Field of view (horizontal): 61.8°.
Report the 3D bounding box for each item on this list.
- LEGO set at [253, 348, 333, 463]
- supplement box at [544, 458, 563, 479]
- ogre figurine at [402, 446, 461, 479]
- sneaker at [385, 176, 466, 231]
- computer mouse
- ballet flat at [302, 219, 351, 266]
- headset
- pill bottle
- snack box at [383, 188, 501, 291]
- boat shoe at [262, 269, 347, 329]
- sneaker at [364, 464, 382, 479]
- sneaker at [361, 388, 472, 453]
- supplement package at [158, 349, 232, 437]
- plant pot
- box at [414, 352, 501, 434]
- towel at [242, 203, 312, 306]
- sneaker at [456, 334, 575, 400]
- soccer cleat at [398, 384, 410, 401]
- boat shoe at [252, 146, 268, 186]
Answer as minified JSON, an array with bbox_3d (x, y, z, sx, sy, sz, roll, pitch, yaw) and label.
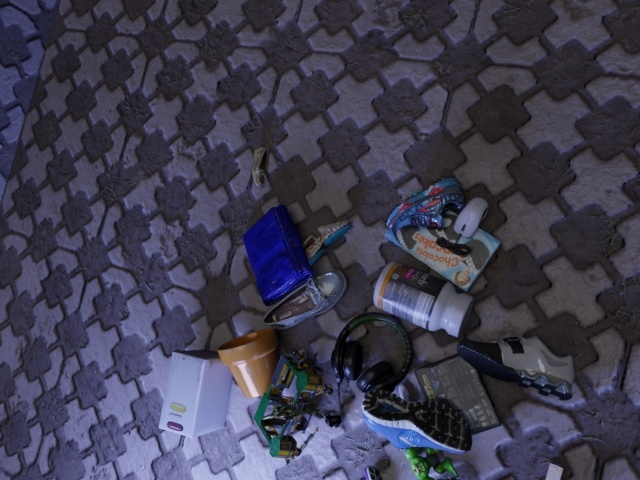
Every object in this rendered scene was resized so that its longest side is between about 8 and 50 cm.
[{"bbox_3d":[-0.054,0.527,1.709,0.255,0.192,0.332,14,86,59],"label":"LEGO set"},{"bbox_3d":[0.644,0.666,1.487,0.036,0.062,0.099,15,87,25],"label":"supplement box"},{"bbox_3d":[0.329,0.669,1.607,0.118,0.097,0.197,-27,87,-2],"label":"ogre figurine"},{"bbox_3d":[0.326,-0.087,1.651,0.261,0.104,0.125,-32,72,12],"label":"sneaker"},{"bbox_3d":[0.442,-0.050,1.631,0.106,0.042,0.193,29,90,24],"label":"computer mouse"},{"bbox_3d":[0.000,0.000,1.846,0.241,0.091,0.077,-44,73,9],"label":"ballet flat"},{"bbox_3d":[0.137,0.425,1.722,0.243,0.185,0.394,30,79,24],"label":"headset"},{"bbox_3d":[0.317,0.182,1.646,0.278,0.162,0.162,21,90,24],"label":"pill bottle"},{"bbox_3d":[0.384,-0.002,1.701,0.322,0.060,0.187,35,95,23],"label":"snack box"},{"bbox_3d":[-0.053,0.207,1.828,0.320,0.103,0.118,-31,71,16],"label":"boat shoe"},{"bbox_3d":[0.157,0.795,1.671,0.071,0.068,0.170,-15,77,26],"label":"sneaker"},{"bbox_3d":[0.281,0.548,1.581,0.329,0.147,0.130,16,46,14],"label":"sneaker"},{"bbox_3d":[-0.426,0.529,1.879,0.145,0.204,0.262,6,84,23],"label":"supplement package"},{"bbox_3d":[-0.226,0.425,1.829,0.205,0.205,0.188,-17,91,19],"label":"plant pot"},{"bbox_3d":[0.412,0.471,1.616,0.183,0.059,0.233,-26,73,17],"label":"box"},{"bbox_3d":[-0.165,0.046,1.868,0.227,0.076,0.308,-38,55,23],"label":"towel"},{"bbox_3d":[0.561,0.331,1.540,0.330,0.122,0.146,20,63,8],"label":"sneaker"},{"bbox_3d":[0.266,0.496,1.686,0.029,0.035,0.083,-21,75,19],"label":"soccer cleat"},{"bbox_3d":[-0.220,-0.276,2.002,0.048,0.056,0.153,-6,72,26],"label":"boat shoe"}]
